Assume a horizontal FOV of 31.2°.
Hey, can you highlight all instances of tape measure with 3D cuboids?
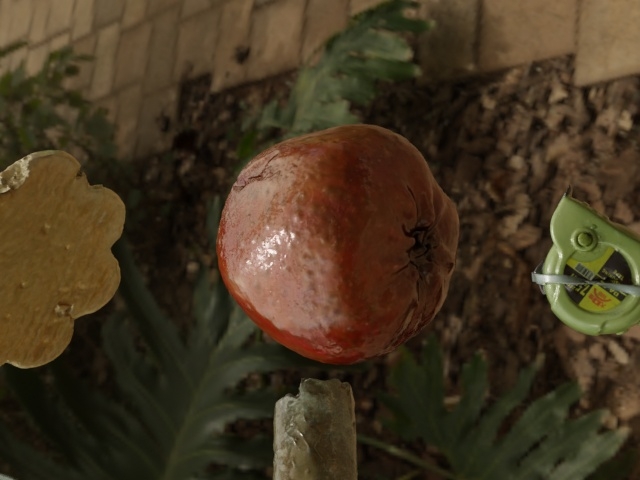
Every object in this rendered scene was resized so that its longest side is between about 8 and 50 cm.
[{"bbox_3d":[0.397,0.046,1.617,0.200,0.106,0.175,30,99,11],"label":"tape measure"}]

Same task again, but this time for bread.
[{"bbox_3d":[-0.298,0.037,1.140,0.251,0.182,0.039,-50,43,-4],"label":"bread"}]

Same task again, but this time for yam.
[{"bbox_3d":[-0.006,0.268,1.153,0.093,0.093,0.259,-37,44,46],"label":"yam"}]

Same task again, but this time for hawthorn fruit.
[{"bbox_3d":[0.000,0.000,0.857,0.200,0.179,0.179,10,89,42],"label":"hawthorn fruit"}]

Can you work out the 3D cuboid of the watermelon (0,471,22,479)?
[{"bbox_3d":[-0.430,0.407,1.455,0.320,0.289,0.213,-21,28,49],"label":"watermelon"}]
